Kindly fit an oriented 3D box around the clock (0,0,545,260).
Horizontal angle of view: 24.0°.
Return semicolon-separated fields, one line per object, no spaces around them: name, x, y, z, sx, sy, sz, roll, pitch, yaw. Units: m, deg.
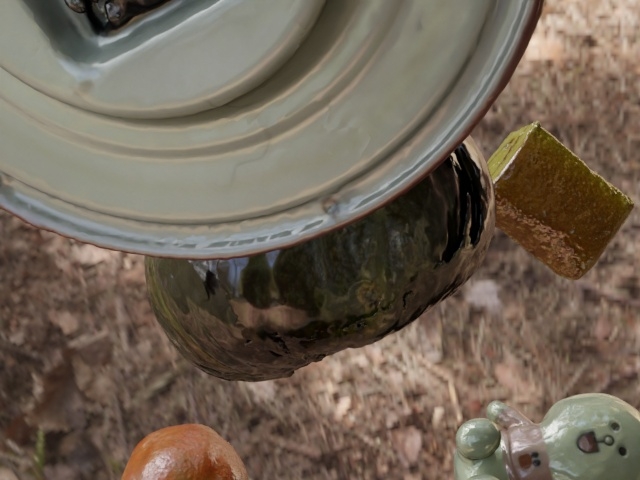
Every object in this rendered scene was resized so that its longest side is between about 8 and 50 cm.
clock;-0.068;-0.135;0.563;0.319;0.318;0.080;6;27;13

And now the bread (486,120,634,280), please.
bread;0.279;-0.046;1.843;0.172;0.103;0.132;37;88;-12

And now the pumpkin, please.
pumpkin;0.000;0.000;1.283;0.320;0.320;0.192;-28;88;-10

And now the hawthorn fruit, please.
hawthorn fruit;-0.175;0.323;1.916;0.189;0.189;0.189;-4;56;6

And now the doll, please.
doll;0.249;0.227;1.564;0.275;0.113;0.154;-6;63;-22
